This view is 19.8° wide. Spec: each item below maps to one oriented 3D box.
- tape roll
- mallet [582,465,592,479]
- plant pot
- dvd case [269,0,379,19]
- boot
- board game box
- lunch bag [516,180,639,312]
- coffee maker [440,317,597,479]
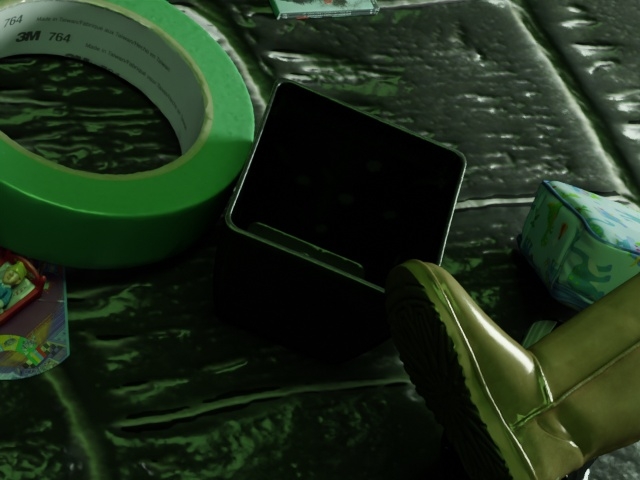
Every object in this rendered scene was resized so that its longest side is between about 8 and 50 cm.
[{"bbox_3d":[-0.222,-0.119,1.676,0.321,0.077,0.321,14,45,-14],"label":"tape roll"},{"bbox_3d":[0.230,0.258,1.638,0.062,0.039,0.190,31,45,3],"label":"mallet"},{"bbox_3d":[0.000,0.000,1.644,0.187,0.167,0.188,23,50,-6],"label":"plant pot"},{"bbox_3d":[-0.005,-0.273,1.947,0.119,0.013,0.087,-5,57,-27],"label":"dvd case"},{"bbox_3d":[0.206,0.079,1.547,0.269,0.089,0.236,-27,94,-29],"label":"boot"},{"bbox_3d":[-0.281,0.040,1.582,0.133,0.033,0.169,6,53,-19],"label":"board game box"},{"bbox_3d":[0.291,0.024,1.740,0.176,0.090,0.219,18,14,-15],"label":"lunch bag"},{"bbox_3d":[0.219,0.171,1.643,0.171,0.120,0.178,41,49,7],"label":"coffee maker"}]
